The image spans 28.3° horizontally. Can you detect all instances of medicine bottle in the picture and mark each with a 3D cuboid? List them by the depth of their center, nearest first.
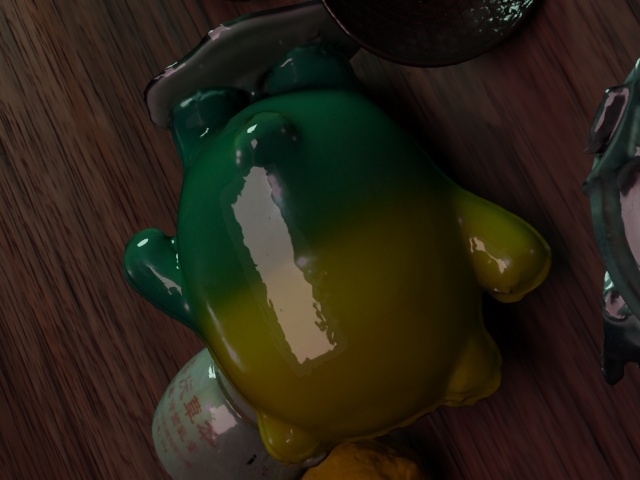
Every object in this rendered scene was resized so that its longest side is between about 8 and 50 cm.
[{"bbox_3d":[-0.060,0.152,1.147,0.147,0.147,0.143,54,124,22],"label":"medicine bottle"}]

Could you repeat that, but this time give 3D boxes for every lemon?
[{"bbox_3d":[0.033,0.233,1.102,0.155,0.114,0.114,-48,66,34],"label":"lemon"}]

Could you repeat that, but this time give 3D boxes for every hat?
[{"bbox_3d":[0.085,-0.230,1.028,0.193,0.082,0.193,0,88,0],"label":"hat"}]

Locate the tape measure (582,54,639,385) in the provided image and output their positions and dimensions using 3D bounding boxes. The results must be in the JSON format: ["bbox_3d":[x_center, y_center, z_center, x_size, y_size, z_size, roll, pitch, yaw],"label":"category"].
[{"bbox_3d":[0.304,-0.023,0.822,0.256,0.147,0.275,8,102,39],"label":"tape measure"}]

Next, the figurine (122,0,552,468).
[{"bbox_3d":[0.000,0.000,1.020,0.324,0.231,0.340,-25,72,5],"label":"figurine"}]
